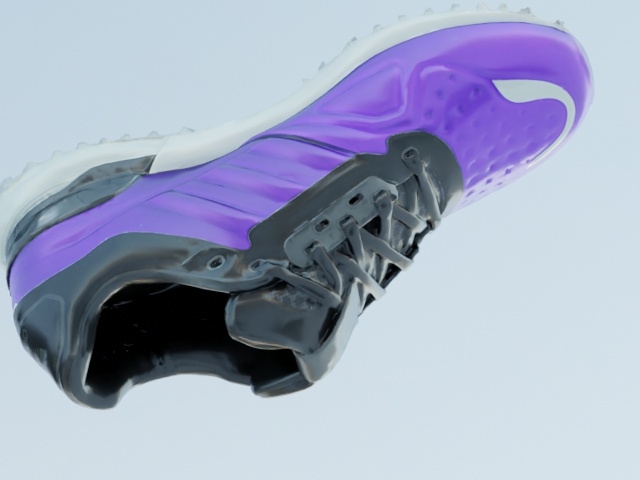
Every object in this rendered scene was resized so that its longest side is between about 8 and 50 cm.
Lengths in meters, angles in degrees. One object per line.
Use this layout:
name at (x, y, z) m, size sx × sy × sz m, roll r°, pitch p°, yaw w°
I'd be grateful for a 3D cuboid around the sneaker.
sneaker at (0.000, 0.001, 0.828) m, size 0.293 × 0.146 × 0.102 m, roll -21°, pitch -46°, yaw 0°
